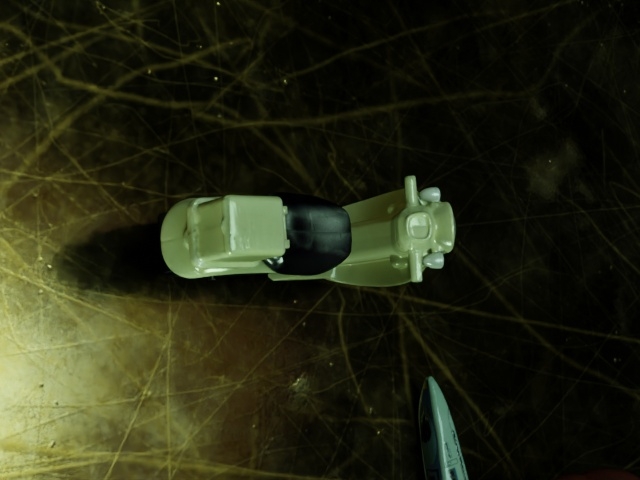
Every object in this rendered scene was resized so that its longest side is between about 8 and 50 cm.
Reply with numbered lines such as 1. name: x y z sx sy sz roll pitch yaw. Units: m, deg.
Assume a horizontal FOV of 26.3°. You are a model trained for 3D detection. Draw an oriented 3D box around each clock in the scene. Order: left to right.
1. clock: 0.000 0.000 1.597 0.379 0.276 0.120 -2 85 -31

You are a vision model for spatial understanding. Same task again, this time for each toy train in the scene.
1. toy train: 0.159 0.303 1.783 0.048 0.055 0.252 -15 90 -26

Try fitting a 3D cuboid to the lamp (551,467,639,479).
1. lamp: 0.369 0.445 1.767 0.303 0.257 0.303 0 97 -1
